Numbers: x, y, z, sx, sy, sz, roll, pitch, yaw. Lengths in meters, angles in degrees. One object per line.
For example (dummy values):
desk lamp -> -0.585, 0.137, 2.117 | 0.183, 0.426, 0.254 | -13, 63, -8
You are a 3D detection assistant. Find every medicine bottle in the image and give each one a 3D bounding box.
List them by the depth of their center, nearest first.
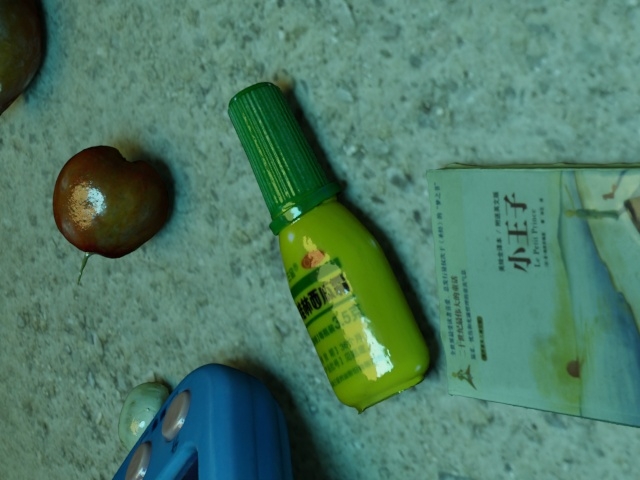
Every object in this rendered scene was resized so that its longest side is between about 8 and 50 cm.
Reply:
medicine bottle -> 0.000, 0.000, 0.931 | 0.111, 0.076, 0.309 | -35, 74, 41

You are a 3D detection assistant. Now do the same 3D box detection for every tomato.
tomato -> -0.411, -0.255, 1.198 | 0.155, 0.180, 0.214 | -29, 83, 37

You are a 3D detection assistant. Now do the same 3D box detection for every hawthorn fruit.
hawthorn fruit -> -0.230, -0.039, 1.103 | 0.140, 0.125, 0.125 | -46, 66, 17

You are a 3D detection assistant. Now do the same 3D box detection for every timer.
timer -> -0.138, 0.307, 1.005 | 0.340, 0.115, 0.309 | -54, 25, 27

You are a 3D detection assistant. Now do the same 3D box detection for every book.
book -> 0.209, 0.040, 0.773 | 0.289, 0.026, 0.201 | 2, 102, 43

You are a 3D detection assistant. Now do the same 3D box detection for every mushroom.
mushroom -> -0.192, 0.201, 1.165 | 0.083, 0.067, 0.084 | -174, 90, -84
